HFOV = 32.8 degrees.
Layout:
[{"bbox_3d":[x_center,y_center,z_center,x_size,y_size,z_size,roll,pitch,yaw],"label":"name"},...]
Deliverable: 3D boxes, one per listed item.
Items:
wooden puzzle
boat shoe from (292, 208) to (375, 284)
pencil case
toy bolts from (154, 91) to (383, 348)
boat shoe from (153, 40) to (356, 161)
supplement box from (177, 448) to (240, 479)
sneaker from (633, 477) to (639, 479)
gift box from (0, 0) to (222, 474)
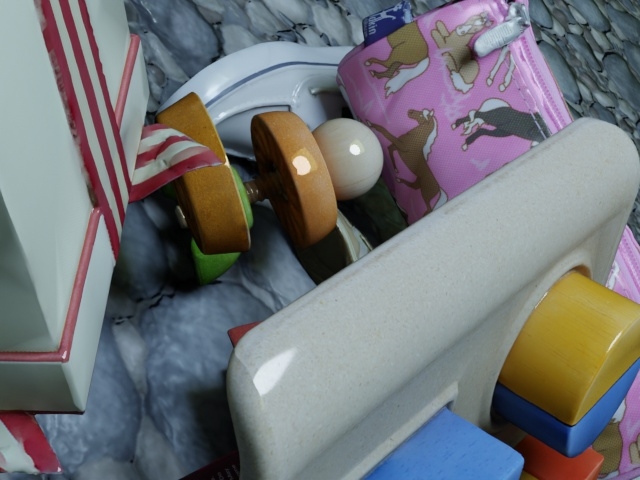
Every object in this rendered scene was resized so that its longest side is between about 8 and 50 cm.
[{"bbox_3d":[0.075,0.144,0.575,0.080,0.348,0.322,26,38,31],"label":"wooden puzzle"},{"bbox_3d":[0.022,0.018,0.867,0.135,0.050,0.045,61,34,-4],"label":"boat shoe"},{"bbox_3d":[0.156,-0.002,0.815,0.167,0.160,0.386,42,23,-83],"label":"pencil case"},{"bbox_3d":[0.000,0.000,0.709,0.158,0.218,0.229,-20,77,-11],"label":"toy bolts"},{"bbox_3d":[-0.022,-0.098,0.884,0.088,0.096,0.267,54,29,12],"label":"boat shoe"},{"bbox_3d":[-0.067,0.169,0.583,0.239,0.130,0.073,-18,72,-51],"label":"supplement box"},{"bbox_3d":[0.276,0.264,0.883,0.146,0.122,0.331,-5,63,-27],"label":"sneaker"},{"bbox_3d":[-0.196,-0.055,0.493,0.276,0.258,0.255,5,50,4],"label":"gift box"}]
